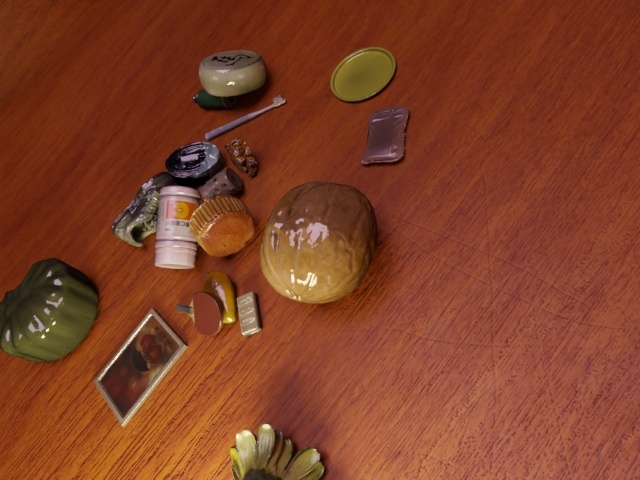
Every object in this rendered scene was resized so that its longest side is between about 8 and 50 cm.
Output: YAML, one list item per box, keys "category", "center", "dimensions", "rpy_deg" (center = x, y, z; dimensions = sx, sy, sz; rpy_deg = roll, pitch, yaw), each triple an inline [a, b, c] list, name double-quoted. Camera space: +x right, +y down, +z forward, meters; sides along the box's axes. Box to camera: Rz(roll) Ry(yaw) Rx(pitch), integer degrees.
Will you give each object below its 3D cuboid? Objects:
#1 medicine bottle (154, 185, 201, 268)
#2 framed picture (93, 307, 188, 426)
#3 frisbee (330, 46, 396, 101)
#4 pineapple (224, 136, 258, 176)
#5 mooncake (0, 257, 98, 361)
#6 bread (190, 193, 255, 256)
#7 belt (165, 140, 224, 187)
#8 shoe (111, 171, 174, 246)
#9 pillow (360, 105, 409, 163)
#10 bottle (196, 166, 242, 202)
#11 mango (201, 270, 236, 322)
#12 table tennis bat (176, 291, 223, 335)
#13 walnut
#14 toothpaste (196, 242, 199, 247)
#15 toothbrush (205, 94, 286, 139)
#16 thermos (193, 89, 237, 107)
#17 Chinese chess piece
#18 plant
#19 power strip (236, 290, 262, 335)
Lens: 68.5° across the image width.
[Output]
- category: "medicine bottle"
  center: [-0.458, -0.040, 1.508]
  dimensions: [0.133, 0.133, 0.250]
  rpy_deg: [-2, 79, 26]
- category: "framed picture"
  center: [-0.553, 0.378, 1.436]
  dimensions: [0.211, 0.020, 0.289]
  rpy_deg: [33, 83, 36]
- category: "frisbee"
  center: [0.142, -0.560, 1.586]
  dimensions: [0.236, 0.017, 0.236]
  rpy_deg: [-11, 60, 21]
- category: "pineapple"
  center: [-0.268, -0.275, 1.600]
  dimensions: [0.069, 0.116, 0.137]
  rpy_deg: [-33, 95, -19]
- category: "mooncake"
  center: [-0.945, 0.242, 1.605]
  dimensions: [0.351, 0.187, 0.351]
  rpy_deg: [-11, 59, 19]
- category: "bread"
  center: [-0.290, -0.039, 1.418]
  dimensions: [0.199, 0.199, 0.104]
  rpy_deg: [-38, 58, 4]
- category: "belt"
  center: [-0.441, -0.269, 1.661]
  dimensions: [0.198, 0.078, 0.151]
  rpy_deg: [-20, 62, -6]
- category: "shoe"
  center: [-0.595, -0.100, 1.666]
  dimensions: [0.149, 0.109, 0.293]
  rpy_deg: [36, 82, 25]
- category: "pillow"
  center: [0.197, -0.321, 1.422]
  dimensions: [0.135, 0.034, 0.211]
  rpy_deg: [-2, 62, 30]
- category: "bottle"
  center: [-0.343, -0.168, 1.580]
  dimensions: [0.152, 0.099, 0.099]
  rpy_deg: [-32, 54, 19]
- category: "mango"
  center: [-0.300, 0.165, 1.397]
  dimensions: [0.101, 0.066, 0.187]
  rpy_deg: [-31, 63, 9]
- category: "table tennis bat"
  center: [-0.360, 0.213, 1.394]
  dimensions: [0.220, 0.019, 0.130]
  rpy_deg: [2, 96, 41]
- category: "walnut"
  center: [0.000, 0.000, 1.200]
  dimensions: [0.332, 0.333, 0.333]
  rpy_deg: [-12, 60, 21]
- category: "toothpaste"
  center: [-0.471, -0.032, 1.603]
  dimensions: [0.197, 0.035, 0.057]
  rpy_deg: [23, 87, 31]
- category: "toothbrush"
  center: [-0.281, -0.448, 1.731]
  dimensions: [0.342, 0.030, 0.025]
  rpy_deg: [-22, 52, 17]
- category: "thermos"
  center: [-0.416, -0.556, 1.829]
  dimensions: [0.187, 0.073, 0.083]
  rpy_deg: [9, 70, 30]
- category: "Chinese chess piece"
  center: [-0.326, -0.626, 1.749]
  dimensions: [0.250, 0.101, 0.250]
  rpy_deg: [-4, 39, 3]
- category: "plant"
  center: [-0.140, 0.594, 1.013]
  dimensions: [0.306, 0.297, 0.261]
  rpy_deg: [39, 117, 21]
- category: "power strip"
  center: [-0.203, 0.209, 1.340]
  dimensions: [0.056, 0.032, 0.123]
  rpy_deg: [-24, 57, 15]
